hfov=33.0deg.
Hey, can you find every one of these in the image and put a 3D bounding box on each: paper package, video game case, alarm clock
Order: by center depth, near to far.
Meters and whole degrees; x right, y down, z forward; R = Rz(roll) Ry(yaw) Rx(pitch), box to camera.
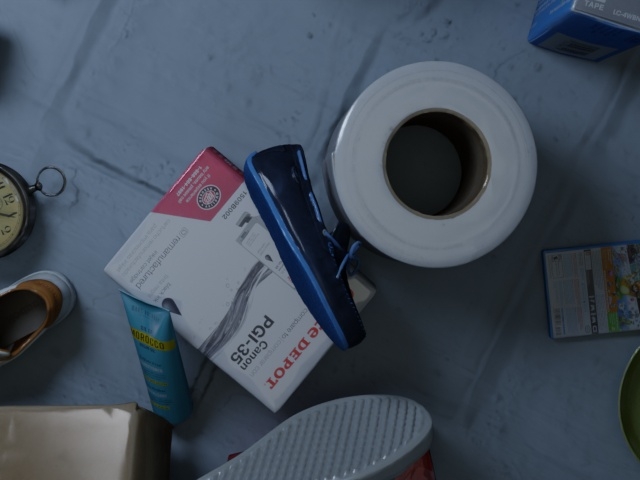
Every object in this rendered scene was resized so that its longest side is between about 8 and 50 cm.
[{"bbox_3d":[-0.351,0.368,1.297,0.309,0.168,0.325,-2,67,8],"label":"paper package"},{"bbox_3d":[-0.417,-0.046,1.397,0.192,0.064,0.129,-22,92,3],"label":"alarm clock"},{"bbox_3d":[0.382,0.063,1.437,0.166,0.015,0.119,-6,92,0],"label":"video game case"}]

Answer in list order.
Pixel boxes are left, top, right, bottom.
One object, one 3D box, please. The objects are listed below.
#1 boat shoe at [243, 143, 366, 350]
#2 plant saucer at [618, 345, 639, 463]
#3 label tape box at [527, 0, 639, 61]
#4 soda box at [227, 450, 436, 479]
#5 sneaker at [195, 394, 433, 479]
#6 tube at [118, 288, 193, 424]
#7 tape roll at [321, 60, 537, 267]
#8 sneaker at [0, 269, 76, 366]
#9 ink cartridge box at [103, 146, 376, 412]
[{"bbox_3d":[0.000,0.000,1.271,0.089,0.109,0.258,-25,89,-16],"label":"boat shoe"},{"bbox_3d":[0.509,0.213,1.434,0.241,0.037,0.241,0,92,0],"label":"plant saucer"},{"bbox_3d":[0.368,-0.406,1.298,0.115,0.249,0.348,18,92,-1],"label":"label tape box"},{"bbox_3d":[0.013,0.300,1.408,0.263,0.083,0.092,-13,93,-1],"label":"soda box"},{"bbox_3d":[-0.024,0.316,1.324,0.366,0.135,0.150,-24,132,-8],"label":"sneaker"},{"bbox_3d":[-0.201,0.146,1.356,0.080,0.052,0.207,16,136,24],"label":"tube"},{"bbox_3d":[0.130,-0.089,1.343,0.246,0.169,0.246,0,91,-4],"label":"tape roll"},{"bbox_3d":[-0.454,0.132,1.376,0.290,0.123,0.106,-36,94,2],"label":"sneaker"},{"bbox_3d":[-0.097,0.048,1.378,0.283,0.117,0.207,40,90,-2],"label":"ink cartridge box"}]
